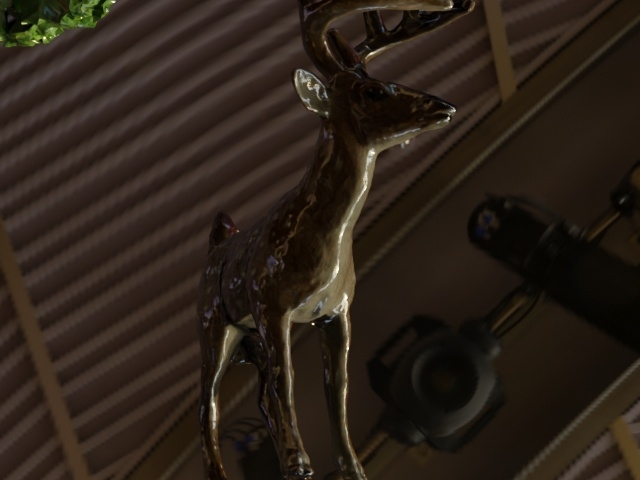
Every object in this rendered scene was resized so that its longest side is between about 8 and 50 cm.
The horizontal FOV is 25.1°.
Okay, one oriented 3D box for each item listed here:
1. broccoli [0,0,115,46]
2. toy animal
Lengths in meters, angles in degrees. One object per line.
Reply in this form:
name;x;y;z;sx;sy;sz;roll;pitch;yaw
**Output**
broccoli;-0.291;-0.262;0.798;0.413;0.321;0.310;42;-103;-18
toy animal;-0.016;-0.002;0.742;0.087;0.243;0.260;7;-108;-33
